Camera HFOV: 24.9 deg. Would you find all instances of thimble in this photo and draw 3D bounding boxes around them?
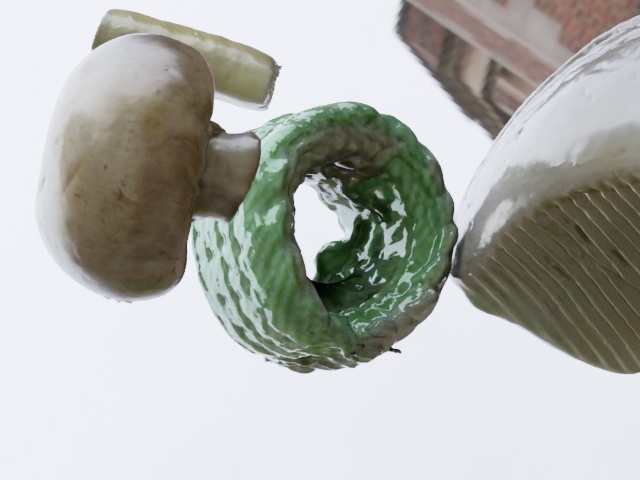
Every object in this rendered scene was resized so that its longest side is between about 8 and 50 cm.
[{"bbox_3d":[0.000,0.000,1.215,0.219,0.219,0.150,-25,5,-36],"label":"thimble"}]

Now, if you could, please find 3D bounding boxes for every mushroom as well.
[{"bbox_3d":[-0.107,-0.042,0.882,0.166,0.127,0.166,-163,90,-83],"label":"mushroom"}]

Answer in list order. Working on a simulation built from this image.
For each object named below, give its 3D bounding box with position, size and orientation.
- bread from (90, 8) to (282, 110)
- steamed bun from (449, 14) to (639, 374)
[{"bbox_3d":[-0.129,-0.178,1.430,0.139,0.178,0.060,-131,58,-87],"label":"bread"},{"bbox_3d":[0.289,-0.064,1.180,0.383,0.247,0.236,-36,33,51],"label":"steamed bun"}]
